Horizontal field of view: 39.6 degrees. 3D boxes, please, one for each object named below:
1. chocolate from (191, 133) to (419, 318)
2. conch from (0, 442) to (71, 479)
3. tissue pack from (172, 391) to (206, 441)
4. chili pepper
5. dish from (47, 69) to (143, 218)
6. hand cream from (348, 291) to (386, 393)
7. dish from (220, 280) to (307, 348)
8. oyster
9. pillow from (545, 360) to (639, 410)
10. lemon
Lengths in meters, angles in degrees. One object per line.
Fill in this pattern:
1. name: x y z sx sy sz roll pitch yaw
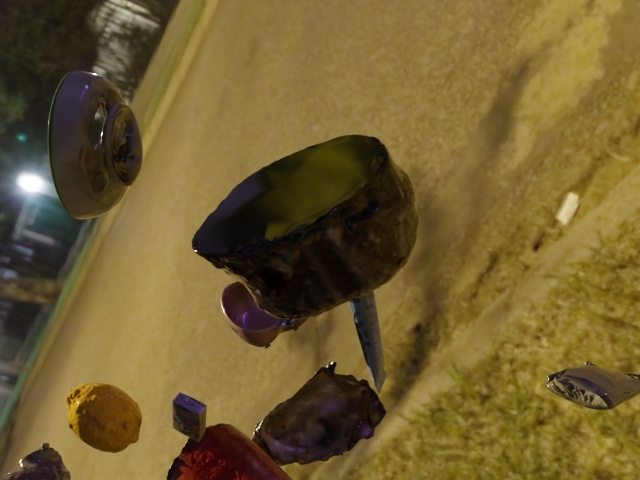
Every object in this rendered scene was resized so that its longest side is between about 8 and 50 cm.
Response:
1. chocolate: 0.000 0.000 1.372 0.340 0.210 0.225 -22 32 20
2. conch: -0.496 0.447 1.505 0.130 0.155 0.207 -25 29 37
3. tissue pack: -0.241 0.325 1.639 0.035 0.063 0.083 -49 -22 -44
4. chili pepper: -0.183 0.578 1.941 0.251 0.229 0.305 -46 44 -10
5. dish: -0.463 -0.206 1.923 0.324 0.124 0.324 1 -90 -82
6. hand cream: 0.101 0.184 1.875 0.091 0.058 0.271 -57 -44 -68
7. dish: -0.113 0.160 1.955 0.213 0.213 0.090 -97 3 -52
8. oyster: -0.012 0.480 2.280 0.361 0.221 0.096 -41 -4 0
9. pillow: 0.470 0.246 1.511 0.119 0.208 0.053 22 104 35
10. lemon: -0.393 0.317 1.603 0.114 0.155 0.114 -58 -5 -9
